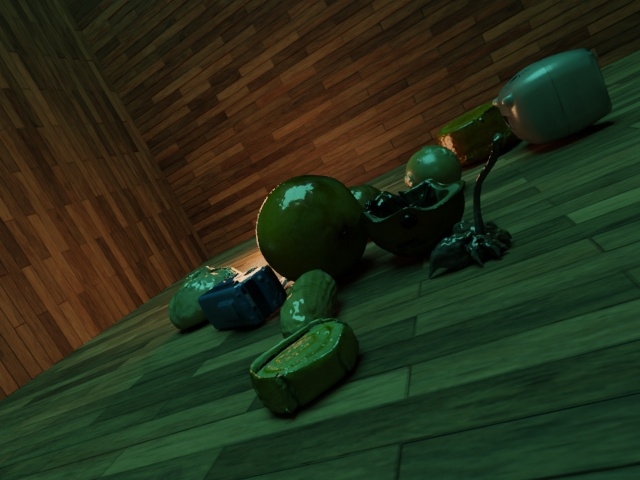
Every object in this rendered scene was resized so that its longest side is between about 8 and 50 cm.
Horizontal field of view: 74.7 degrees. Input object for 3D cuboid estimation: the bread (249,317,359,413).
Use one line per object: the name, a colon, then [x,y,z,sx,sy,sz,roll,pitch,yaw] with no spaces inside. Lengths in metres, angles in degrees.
bread: [-0.018,0.165,0.569,0.156,0.064,0.117,-29,13,-13]

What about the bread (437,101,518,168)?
bread: [0.579,-0.391,1.566,0.312,0.173,0.312,-27,11,6]

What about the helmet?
helmet: [0.197,-0.040,0.870,0.224,0.130,0.198,-9,22,29]

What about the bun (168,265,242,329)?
bun: [-0.369,0.165,1.348,0.287,0.146,0.287,-29,7,4]

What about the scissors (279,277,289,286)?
scissors: [-0.124,0.125,1.240,0.100,0.015,0.189,-43,9,-24]

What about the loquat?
loquat: [-0.019,-0.022,0.982,0.263,0.263,0.263,-27,9,5]

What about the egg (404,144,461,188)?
egg: [0.341,-0.208,1.275,0.164,0.164,0.201,-28,16,-3]

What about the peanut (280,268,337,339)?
peanut: [-0.022,0.117,0.760,0.098,0.090,0.214,-14,11,9]

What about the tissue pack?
tissue pack: [0.655,-0.405,1.228,0.235,0.230,0.333,-24,9,21]

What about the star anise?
star anise: [0.223,-0.055,0.650,0.148,0.228,0.218,-22,20,-5]

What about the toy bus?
toy bus: [-0.196,0.147,1.040,0.133,0.116,0.234,-35,10,-38]

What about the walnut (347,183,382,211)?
walnut: [0.123,-0.090,1.265,0.167,0.167,0.207,-29,14,-6]
